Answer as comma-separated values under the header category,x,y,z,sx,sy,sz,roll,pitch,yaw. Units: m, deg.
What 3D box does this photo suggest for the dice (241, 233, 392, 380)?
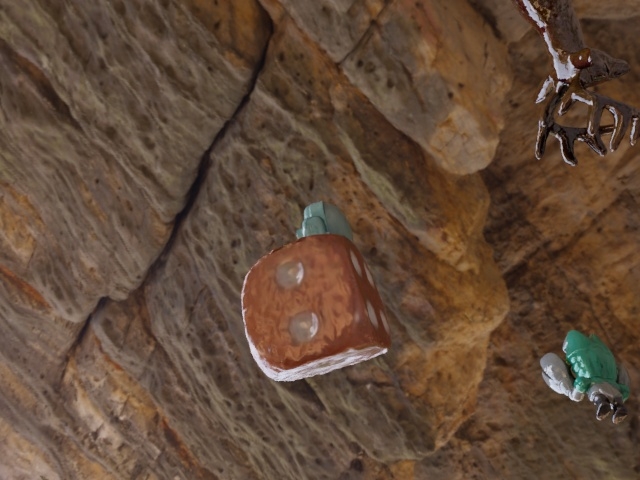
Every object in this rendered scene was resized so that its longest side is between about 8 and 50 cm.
category,x,y,z,sx,sy,sz,roll,pitch,yaw
dice,-0.005,0.100,0.680,0.174,0.175,0.179,39,-145,-64

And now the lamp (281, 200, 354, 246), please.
category,x,y,z,sx,sy,sz,roll,pitch,yaw
lamp,0.011,-0.003,1.252,0.284,0.147,0.209,-23,-83,-64

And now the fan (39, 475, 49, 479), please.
category,x,y,z,sx,sy,sz,roll,pitch,yaw
fan,-0.468,0.523,0.887,0.191,0.329,0.009,41,-125,0

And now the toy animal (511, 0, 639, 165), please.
category,x,y,z,sx,sy,sz,roll,pitch,yaw
toy animal,0.174,-0.209,0.377,0.244,0.087,0.259,15,-104,-31

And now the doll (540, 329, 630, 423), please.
category,x,y,z,sx,sy,sz,roll,pitch,yaw
doll,0.637,0.329,1.104,0.195,0.153,0.258,29,-147,30
